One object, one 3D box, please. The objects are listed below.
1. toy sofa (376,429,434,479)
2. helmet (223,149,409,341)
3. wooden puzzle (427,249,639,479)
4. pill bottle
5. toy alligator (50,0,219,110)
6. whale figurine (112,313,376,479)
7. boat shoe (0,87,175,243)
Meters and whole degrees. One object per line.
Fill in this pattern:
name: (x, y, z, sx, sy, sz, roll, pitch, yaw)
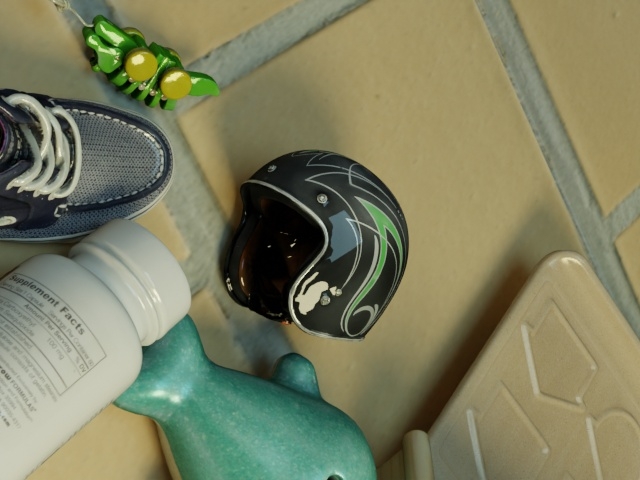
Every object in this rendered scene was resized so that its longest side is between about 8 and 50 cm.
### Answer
toy sofa: (0.197, 0.343, 1.136, 0.362, 0.177, 0.150, 42, 20, -18)
helmet: (0.000, 0.000, 1.085, 0.169, 0.169, 0.161, 15, 91, -37)
wooden puzzle: (0.250, 0.236, 1.318, 0.348, 0.080, 0.322, -49, 114, -27)
pill bottle: (-0.214, 0.085, 0.917, 0.229, 0.131, 0.131, -42, 110, -34)
toy alligator: (-0.175, -0.158, 1.035, 0.189, 0.056, 0.051, 26, 109, -34)
whale figurine: (-0.059, 0.180, 1.026, 0.272, 0.141, 0.216, 51, 57, -19)
boat shoe: (-0.230, -0.059, 0.905, 0.340, 0.158, 0.127, -9, 90, -39)
